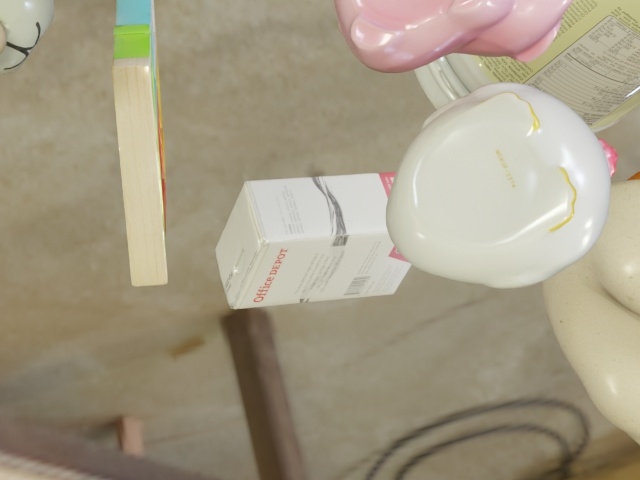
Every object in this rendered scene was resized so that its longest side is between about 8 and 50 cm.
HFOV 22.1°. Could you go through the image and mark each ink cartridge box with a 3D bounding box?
[{"bbox_3d":[0.000,0.000,1.947,0.218,0.092,0.158,-6,150,-23],"label":"ink cartridge box"}]

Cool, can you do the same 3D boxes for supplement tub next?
[{"bbox_3d":[0.245,-0.234,1.470,0.235,0.235,0.325,5,155,-30],"label":"supplement tub"}]

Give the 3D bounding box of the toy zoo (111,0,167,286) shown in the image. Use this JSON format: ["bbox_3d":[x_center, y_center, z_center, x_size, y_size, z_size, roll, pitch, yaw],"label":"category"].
[{"bbox_3d":[-0.147,-0.122,1.342,0.030,0.293,0.192,-3,122,-4],"label":"toy zoo"}]

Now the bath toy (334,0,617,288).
[{"bbox_3d":[0.066,-0.144,0.824,0.151,0.348,0.129,-18,170,11],"label":"bath toy"}]

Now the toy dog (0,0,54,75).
[{"bbox_3d":[-0.296,-0.178,0.847,0.333,0.161,0.220,7,118,-14],"label":"toy dog"}]

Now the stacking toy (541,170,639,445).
[{"bbox_3d":[0.418,-0.042,1.175,0.480,0.350,0.350,-48,158,-23],"label":"stacking toy"}]
